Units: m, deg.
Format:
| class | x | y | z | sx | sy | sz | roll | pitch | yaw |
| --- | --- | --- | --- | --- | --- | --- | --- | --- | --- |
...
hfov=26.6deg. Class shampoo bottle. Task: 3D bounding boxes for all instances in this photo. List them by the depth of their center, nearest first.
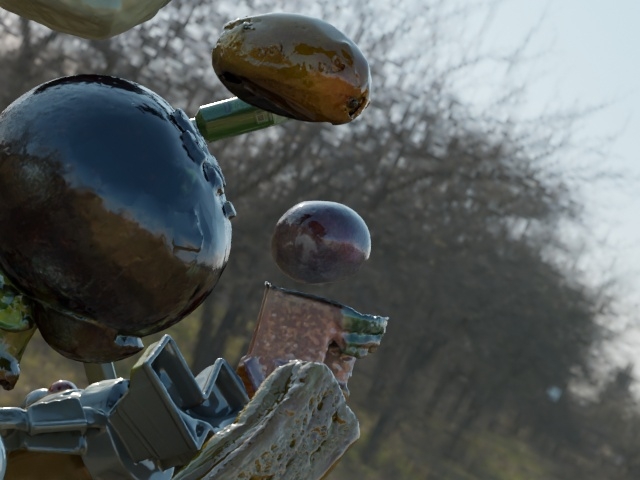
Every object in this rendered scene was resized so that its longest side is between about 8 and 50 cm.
| class | x | y | z | sx | sy | sz | roll | pitch | yaw |
| --- | --- | --- | --- | --- | --- | --- | --- | --- | --- |
| shampoo bottle | -0.136 | -0.197 | 2.163 | 0.204 | 0.065 | 0.065 | -15 | -1 | -4 |

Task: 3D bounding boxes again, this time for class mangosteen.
| class | x | y | z | sx | sy | sz | roll | pitch | yaw |
| --- | --- | --- | --- | --- | --- | --- | --- | --- | --- |
| mangosteen | -0.210 | 0.001 | 1.143 | 0.231 | 0.289 | 0.231 | 47 | 2 | -2 |

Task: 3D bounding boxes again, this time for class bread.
| class | x | y | z | sx | sy | sz | roll | pitch | yaw |
| --- | --- | --- | --- | --- | --- | --- | --- | --- | --- |
| bread | -0.064 | 0.246 | 1.409 | 0.077 | 0.271 | 0.139 | -5 | -59 | 42 |

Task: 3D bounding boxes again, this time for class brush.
| class | x | y | z | sx | sy | sz | roll | pitch | yaw |
| --- | --- | --- | --- | --- | --- | --- | --- | --- | --- |
| brush | -0.381 | 0.293 | 2.416 | 0.048 | 0.054 | 0.282 | 41 | 28 | -66 |

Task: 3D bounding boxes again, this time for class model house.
| class | x | y | z | sx | sy | sz | roll | pitch | yaw |
| --- | --- | --- | --- | --- | --- | --- | --- | --- | --- |
| model house | -0.025 | 0.203 | 2.123 | 0.202 | 0.237 | 0.237 | 18 | -3 | -5 |

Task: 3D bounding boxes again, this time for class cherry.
| class | x | y | z | sx | sy | sz | roll | pitch | yaw |
| --- | --- | --- | --- | --- | --- | --- | --- | --- | --- |
| cherry | -0.004 | -0.001 | 2.270 | 0.176 | 0.140 | 0.176 | 0 | -26 | 0 |

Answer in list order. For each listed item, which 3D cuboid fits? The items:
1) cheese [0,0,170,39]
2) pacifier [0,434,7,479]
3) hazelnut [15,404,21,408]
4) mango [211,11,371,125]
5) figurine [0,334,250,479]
| class | x | y | z | sx | sy | sz | roll | pitch | yaw |
| --- | --- | --- | --- | --- | --- | --- | --- | --- | --- |
| cheese | -0.251 | -0.371 | 1.421 | 0.326 | 0.318 | 0.115 | 8 | -9 | -8 |
| pacifier | -0.345 | 0.218 | 1.107 | 0.299 | 0.233 | 0.244 | 37 | 34 | -26 |
| hazelnut | -0.381 | 0.402 | 1.960 | 0.429 | 0.402 | 0.402 | -4 | -16 | 23 |
| mango | -0.040 | -0.251 | 1.947 | 0.248 | 0.151 | 0.156 | 19 | 0 | 21 |
| figurine | -0.248 | 0.228 | 1.559 | 0.342 | 0.284 | 0.167 | 47 | 27 | -37 |
